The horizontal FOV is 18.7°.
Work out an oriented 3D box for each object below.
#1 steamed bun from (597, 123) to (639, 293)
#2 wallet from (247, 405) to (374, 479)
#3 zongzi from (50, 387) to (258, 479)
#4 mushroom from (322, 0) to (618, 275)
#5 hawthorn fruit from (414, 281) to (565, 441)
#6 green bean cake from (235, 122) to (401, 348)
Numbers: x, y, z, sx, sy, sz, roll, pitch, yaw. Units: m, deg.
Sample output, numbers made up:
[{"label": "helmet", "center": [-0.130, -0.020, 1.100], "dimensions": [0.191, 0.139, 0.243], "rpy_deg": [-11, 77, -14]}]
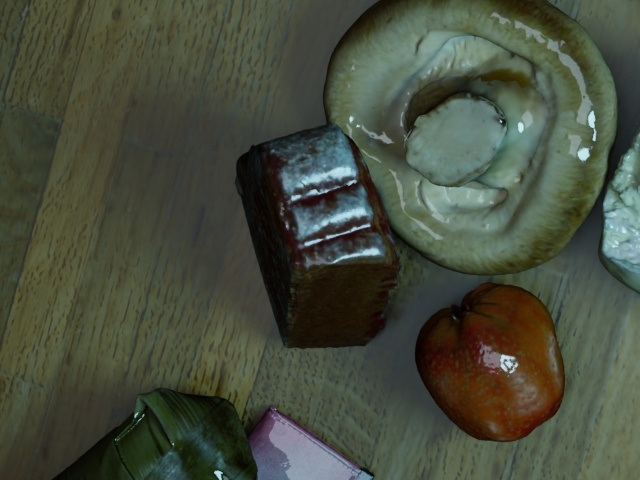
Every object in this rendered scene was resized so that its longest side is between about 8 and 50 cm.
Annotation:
[{"label": "steamed bun", "center": [0.348, -0.007, 1.641], "dimensions": [0.225, 0.170, 0.200], "rpy_deg": [29, 138, 7]}, {"label": "wallet", "center": [-0.061, 0.281, 1.825], "dimensions": [0.119, 0.025, 0.232], "rpy_deg": [34, 97, 8]}, {"label": "zongzi", "center": [-0.148, 0.322, 1.754], "dimensions": [0.286, 0.138, 0.300], "rpy_deg": [-40, 68, 15]}, {"label": "mushroom", "center": [0.131, -0.102, 1.708], "dimensions": [0.278, 0.146, 0.278], "rpy_deg": [8, 107, 26]}, {"label": "hawthorn fruit", "center": [0.157, 0.112, 1.724], "dimensions": [0.133, 0.133, 0.138], "rpy_deg": [-29, 101, 11]}, {"label": "green bean cake", "center": [0.000, 0.000, 1.696], "dimensions": [0.097, 0.233, 0.198], "rpy_deg": [-17, 86, -10]}]
